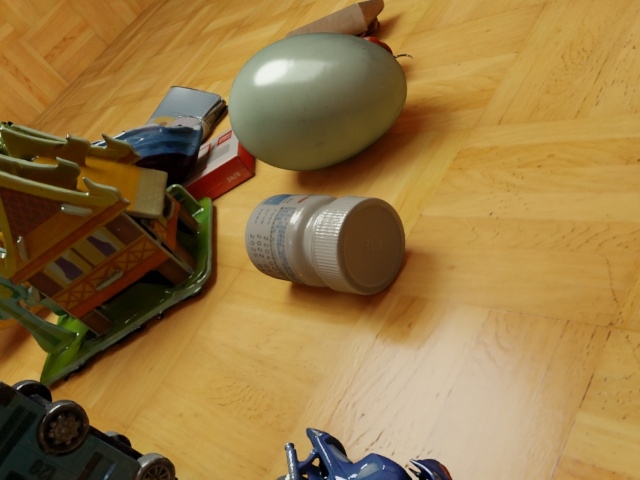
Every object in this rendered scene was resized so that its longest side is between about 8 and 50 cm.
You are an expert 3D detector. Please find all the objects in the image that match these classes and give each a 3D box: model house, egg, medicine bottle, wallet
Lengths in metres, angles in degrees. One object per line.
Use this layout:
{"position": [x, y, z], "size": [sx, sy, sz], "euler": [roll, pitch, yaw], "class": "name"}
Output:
{"position": [-0.383, -0.010, 0.921], "size": [0.358, 0.313, 0.242], "euler": [-32, 31, 15], "class": "model house"}
{"position": [-0.007, -0.189, 0.864], "size": [0.264, 0.183, 0.183], "euler": [-6, 46, 34], "class": "egg"}
{"position": [0.000, 0.000, 0.703], "size": [0.168, 0.105, 0.105], "euler": [7, 55, 49], "class": "medicine bottle"}
{"position": [-0.301, -0.219, 1.307], "size": [0.170, 0.069, 0.231], "euler": [14, 62, 32], "class": "wallet"}

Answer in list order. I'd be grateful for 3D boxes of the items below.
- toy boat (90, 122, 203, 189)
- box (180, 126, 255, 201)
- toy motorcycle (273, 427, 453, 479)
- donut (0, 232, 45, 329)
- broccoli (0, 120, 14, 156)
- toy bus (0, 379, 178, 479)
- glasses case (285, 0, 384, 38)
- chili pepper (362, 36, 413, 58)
{"position": [-0.337, -0.122, 1.057], "size": [0.309, 0.129, 0.142], "euler": [-24, 54, -3], "class": "toy boat"}
{"position": [-0.216, -0.108, 1.103], "size": [0.229, 0.050, 0.123], "euler": [-28, 34, 19], "class": "box"}
{"position": [0.033, 0.201, 0.465], "size": [0.205, 0.076, 0.114], "euler": [1, 42, 49], "class": "toy motorcycle"}
{"position": [-0.699, 0.007, 1.166], "size": [0.435, 0.377, 0.163], "euler": [-17, 15, 44], "class": "donut"}
{"position": [-0.485, -0.103, 1.173], "size": [0.177, 0.275, 0.198], "euler": [-36, 18, 0], "class": "broccoli"}
{"position": [-0.247, 0.217, 0.577], "size": [0.116, 0.234, 0.133], "euler": [4, 55, 48], "class": "toy bus"}
{"position": [0.039, -0.382, 1.170], "size": [0.193, 0.070, 0.102], "euler": [-5, 19, 45], "class": "glasses case"}
{"position": [0.073, -0.266, 0.970], "size": [0.192, 0.084, 0.086], "euler": [5, 87, 51], "class": "chili pepper"}
